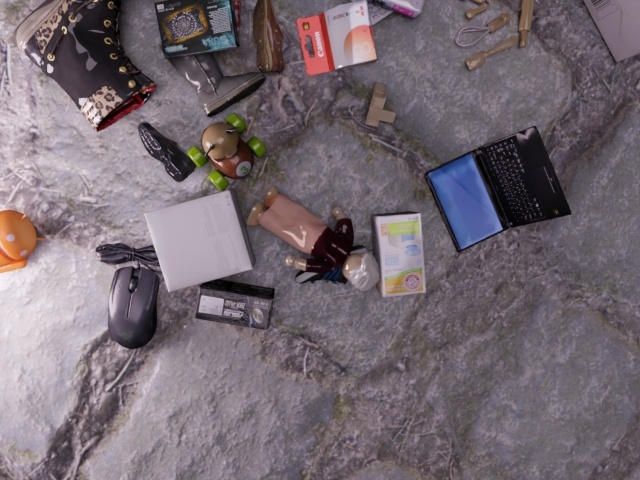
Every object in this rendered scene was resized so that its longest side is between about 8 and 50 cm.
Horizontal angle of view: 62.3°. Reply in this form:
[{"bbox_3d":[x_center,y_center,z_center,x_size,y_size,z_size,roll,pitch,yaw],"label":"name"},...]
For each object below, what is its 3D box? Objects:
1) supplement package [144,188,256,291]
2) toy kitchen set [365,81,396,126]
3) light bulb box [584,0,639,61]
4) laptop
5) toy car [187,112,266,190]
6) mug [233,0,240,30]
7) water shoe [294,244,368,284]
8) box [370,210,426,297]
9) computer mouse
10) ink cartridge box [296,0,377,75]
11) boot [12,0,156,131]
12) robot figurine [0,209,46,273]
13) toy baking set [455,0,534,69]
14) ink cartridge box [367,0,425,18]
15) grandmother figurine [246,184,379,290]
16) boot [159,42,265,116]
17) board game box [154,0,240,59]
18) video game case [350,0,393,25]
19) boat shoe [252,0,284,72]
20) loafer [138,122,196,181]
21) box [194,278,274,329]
[{"bbox_3d":[-0.283,-0.004,1.283,0.203,0.149,0.194,-15,96,-2],"label":"supplement package"},{"bbox_3d":[0.158,-0.340,1.341,0.068,0.075,0.083,13,134,-2],"label":"toy kitchen set"},{"bbox_3d":[0.836,-0.693,1.255,0.361,0.225,0.358,-31,96,-1],"label":"light bulb box"},{"bbox_3d":[0.438,-0.120,1.328,0.136,0.264,0.234,-31,99,-37],"label":"laptop"},{"bbox_3d":[-0.220,-0.217,1.240,0.155,0.188,0.149,-42,96,-5],"label":"toy car"},{"bbox_3d":[-0.254,-0.592,1.261,0.150,0.113,0.170,4,101,24],"label":"mug"},{"bbox_3d":[0.035,0.083,1.353,0.203,0.073,0.080,-23,99,-1],"label":"water shoe"},{"bbox_3d":[0.196,0.033,1.343,0.114,0.103,0.203,-5,96,-3],"label":"box"},{"bbox_3d":[-0.477,0.145,1.324,0.188,0.072,0.273,2,95,-5],"label":"computer mouse"},{"bbox_3d":[0.040,-0.498,1.303,0.179,0.045,0.146,-12,98,1],"label":"ink cartridge box"},{"bbox_3d":[-0.484,-0.465,1.230,0.377,0.138,0.284,-36,96,4],"label":"boot"},{"bbox_3d":[-0.782,0.000,1.260,0.219,0.128,0.158,-17,90,-2],"label":"robot figurine"},{"bbox_3d":[0.441,-0.560,1.343,0.196,0.030,0.256,1,95,-1],"label":"toy baking set"},{"bbox_3d":[0.121,-0.679,1.270,0.310,0.065,0.186,17,94,-7],"label":"ink cartridge box"},{"bbox_3d":[0.000,0.000,1.289,0.342,0.104,0.208,36,74,9],"label":"grandmother figurine"},{"bbox_3d":[-0.261,-0.432,1.290,0.189,0.076,0.209,-29,90,-1],"label":"boot"},{"bbox_3d":[-0.284,-0.495,1.218,0.186,0.026,0.126,-3,104,15],"label":"board game box"},{"bbox_3d":[0.145,-0.633,1.317,0.157,0.019,0.143,-34,97,0],"label":"video game case"},{"bbox_3d":[-0.124,-0.500,1.296,0.060,0.064,0.178,-10,99,-34],"label":"boat shoe"},{"bbox_3d":[-0.380,-0.224,1.309,0.170,0.062,0.061,52,50,-10],"label":"loafer"},{"bbox_3d":[-0.207,0.153,1.306,0.180,0.147,0.078,10,95,-6],"label":"box"}]
